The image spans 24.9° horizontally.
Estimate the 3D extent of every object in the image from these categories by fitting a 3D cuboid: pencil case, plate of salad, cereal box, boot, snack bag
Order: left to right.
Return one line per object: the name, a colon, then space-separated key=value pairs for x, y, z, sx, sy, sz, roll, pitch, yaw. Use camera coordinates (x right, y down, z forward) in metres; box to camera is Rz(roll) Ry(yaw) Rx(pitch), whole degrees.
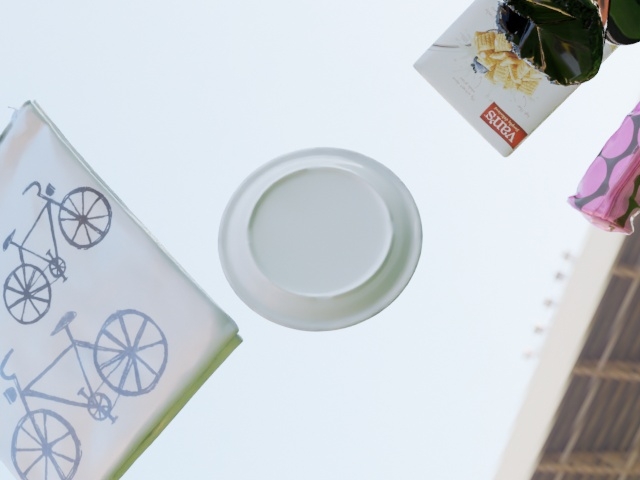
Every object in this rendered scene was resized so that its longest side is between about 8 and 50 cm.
snack bag: x=-0.280 y=0.081 z=1.487 sx=0.323 sy=0.342 sz=0.037 roll=-50 pitch=-16 yaw=22
plate of salad: x=0.000 y=0.000 z=1.412 sx=0.200 sy=0.199 sz=0.048 roll=-52 pitch=-18 yaw=-18
cereal box: x=0.260 y=-0.247 z=1.844 sx=0.240 sy=0.173 sz=0.047 roll=-46 pitch=-6 yaw=12
boot: x=0.239 y=-0.213 z=1.332 sx=0.246 sy=0.094 sz=0.207 roll=53 pitch=-139 yaw=-40
pencil case: x=0.349 y=-0.102 z=1.551 sx=0.209 sy=0.095 sz=0.098 roll=-59 pitch=9 yaw=14
